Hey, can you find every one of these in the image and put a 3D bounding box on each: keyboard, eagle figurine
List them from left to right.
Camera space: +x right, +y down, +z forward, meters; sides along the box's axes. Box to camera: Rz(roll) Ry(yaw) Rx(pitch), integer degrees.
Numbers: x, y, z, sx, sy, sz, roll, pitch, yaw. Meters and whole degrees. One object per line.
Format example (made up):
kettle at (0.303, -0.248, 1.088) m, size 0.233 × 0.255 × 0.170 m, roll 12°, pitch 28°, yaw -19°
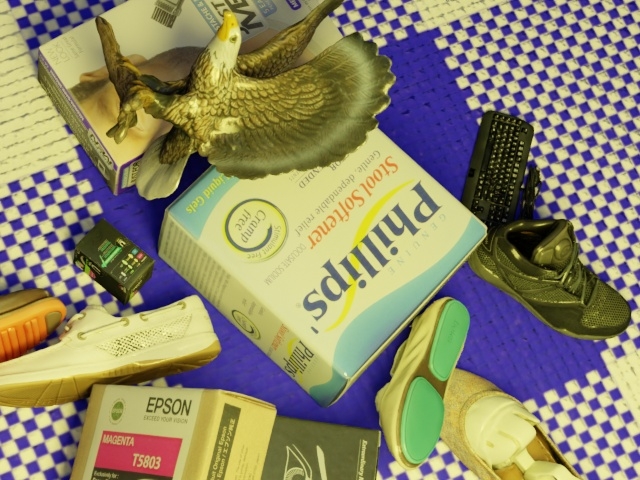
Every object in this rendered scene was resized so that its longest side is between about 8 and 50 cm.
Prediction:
eagle figurine at (-0.087, -0.175, 1.678) m, size 0.298 × 0.225 × 0.226 m, roll -4°, pitch 81°, yaw -18°
keyboard at (0.240, -0.077, 1.911) m, size 0.100 × 0.038 × 0.192 m, roll 17°, pitch 69°, yaw -4°

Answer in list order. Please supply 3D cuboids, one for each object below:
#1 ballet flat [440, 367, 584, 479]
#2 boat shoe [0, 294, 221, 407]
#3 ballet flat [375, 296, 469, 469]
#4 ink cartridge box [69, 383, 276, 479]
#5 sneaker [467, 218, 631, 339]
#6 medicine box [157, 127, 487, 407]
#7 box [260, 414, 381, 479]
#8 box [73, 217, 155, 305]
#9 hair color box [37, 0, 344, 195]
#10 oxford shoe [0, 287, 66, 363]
ballet flat at (0.249, 0.262, 1.752) m, size 0.107 × 0.106 × 0.316 m, roll -41°, pitch 82°, yaw -21°
boat shoe at (-0.257, 0.122, 1.718) m, size 0.277 × 0.098 × 0.096 m, roll -11°, pitch 72°, yaw -24°
ballet flat at (0.110, 0.171, 1.749) m, size 0.086 × 0.086 × 0.248 m, roll 27°, pitch 49°, yaw 0°
ink cartridge box at (-0.171, 0.256, 1.596) m, size 0.088 × 0.234 × 0.193 m, roll 23°, pitch 71°, yaw -39°
sneaker at (0.300, 0.047, 1.824) m, size 0.227 × 0.130 × 0.087 m, roll 33°, pitch 68°, yaw -10°
medicine box at (0.000, 0.000, 1.778) m, size 0.289 × 0.149 × 0.263 m, roll 42°, pitch 69°, yaw 7°
box at (-0.045, 0.284, 1.688) m, size 0.207 × 0.108 × 0.153 m, roll 10°, pitch 68°, yaw -7°
box at (-0.245, 0.026, 1.768) m, size 0.083 × 0.062 × 0.052 m, roll 38°, pitch 67°, yaw 4°
hair color box at (-0.159, -0.224, 1.853) m, size 0.338 × 0.110 × 0.185 m, roll -32°, pitch 80°, yaw -18°
oxford shoe at (-0.470, 0.100, 1.669) m, size 0.363 × 0.130 × 0.133 m, roll -16°, pitch 66°, yaw -17°
